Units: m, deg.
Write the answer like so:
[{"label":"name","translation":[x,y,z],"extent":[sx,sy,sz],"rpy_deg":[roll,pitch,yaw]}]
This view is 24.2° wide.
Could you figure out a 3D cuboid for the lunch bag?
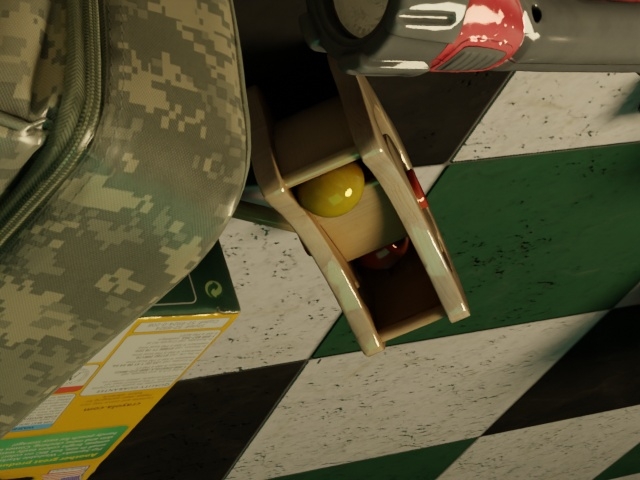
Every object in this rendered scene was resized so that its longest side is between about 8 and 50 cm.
[{"label":"lunch bag","translation":[-0.219,-0.047,0.700],"extent":[0.256,0.212,0.305],"rpy_deg":[23,134,-34]}]

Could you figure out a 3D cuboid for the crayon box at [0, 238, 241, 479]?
[{"label":"crayon box","translation":[-0.225,0.101,1.141],"extent":[0.203,0.083,0.323],"rpy_deg":[-2,150,-34]}]

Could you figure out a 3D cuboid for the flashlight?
[{"label":"flashlight","translation":[0.133,-0.146,0.874],"extent":[0.304,0.103,0.103],"rpy_deg":[-6,119,-37]}]

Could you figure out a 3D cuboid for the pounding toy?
[{"label":"pounding toy","translation":[0.000,0.000,1.004],"extent":[0.155,0.154,0.269],"rpy_deg":[-23,155,8]}]

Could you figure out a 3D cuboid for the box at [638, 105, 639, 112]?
[{"label":"box","translation":[0.297,-0.101,1.133],"extent":[0.083,0.052,0.062],"rpy_deg":[-9,155,-19]}]
